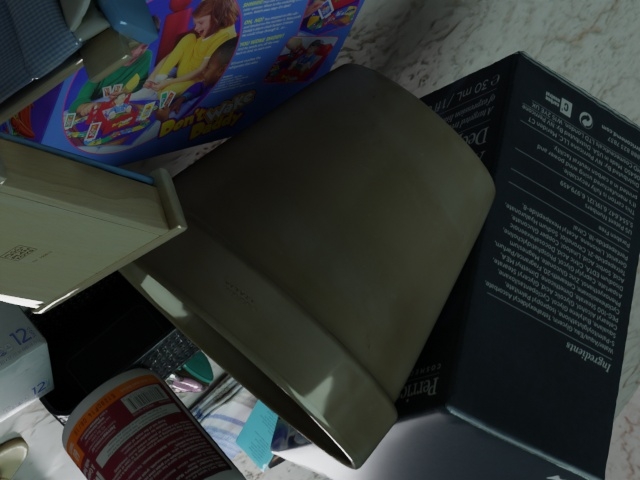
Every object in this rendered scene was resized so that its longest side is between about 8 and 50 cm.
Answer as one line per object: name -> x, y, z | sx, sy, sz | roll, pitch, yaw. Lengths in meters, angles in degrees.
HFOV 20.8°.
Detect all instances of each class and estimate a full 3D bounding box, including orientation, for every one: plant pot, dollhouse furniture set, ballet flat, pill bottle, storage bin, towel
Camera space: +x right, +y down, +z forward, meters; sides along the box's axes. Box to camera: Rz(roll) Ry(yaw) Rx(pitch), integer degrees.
plant pot -> 0.000, 0.000, 1.589 | 0.280, 0.323, 0.323 | -50, 157, -8
dollhouse furniture set -> -0.279, -0.102, 1.197 | 0.286, 0.303, 0.198 | -29, 157, 23
ballet flat -> -0.186, 0.133, 1.961 | 0.079, 0.077, 0.221 | -24, 157, 5
pill bottle -> -0.144, 0.240, 1.694 | 0.121, 0.221, 0.121 | -34, 154, -19
storage bin -> -0.218, 0.100, 1.775 | 0.180, 0.122, 0.084 | -40, 156, -7
towel -> -0.122, 0.243, 2.282 | 0.285, 0.034, 0.209 | -45, 157, 4

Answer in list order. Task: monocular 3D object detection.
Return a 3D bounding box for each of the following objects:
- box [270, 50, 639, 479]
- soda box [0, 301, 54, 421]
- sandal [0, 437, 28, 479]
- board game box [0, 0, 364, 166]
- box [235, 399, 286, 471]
box -> 0.149, 0.055, 1.799 | 0.212, 0.395, 0.293 | 27, 151, -28
soda box -> -0.395, 0.161, 1.641 | 0.286, 0.091, 0.098 | -33, 155, -21
sandal -> -0.397, 0.330, 1.939 | 0.240, 0.079, 0.088 | -41, 157, -5
board game box -> -0.111, -0.185, 1.516 | 0.347, 0.078, 0.233 | -18, 147, -44
box -> -0.017, 0.186, 2.242 | 0.100, 0.060, 0.244 | -23, 150, -45
